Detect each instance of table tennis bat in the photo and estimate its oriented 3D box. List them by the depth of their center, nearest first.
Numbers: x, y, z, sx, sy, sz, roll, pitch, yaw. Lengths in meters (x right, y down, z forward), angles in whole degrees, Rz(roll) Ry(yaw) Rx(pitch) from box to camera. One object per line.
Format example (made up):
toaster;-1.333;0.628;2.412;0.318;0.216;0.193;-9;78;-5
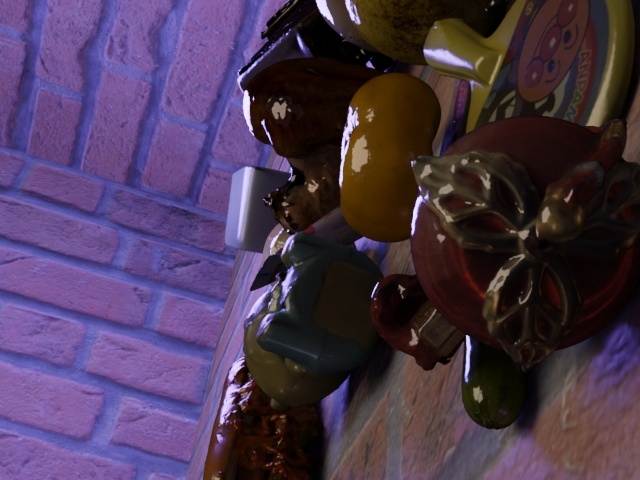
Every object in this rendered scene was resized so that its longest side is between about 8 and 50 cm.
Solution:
table tennis bat;0.172;-0.154;0.838;0.368;0.054;0.224;-118;45;-64

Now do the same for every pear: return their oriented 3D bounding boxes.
pear;0.122;-0.301;1.073;0.197;0.197;0.197;-163;90;-81

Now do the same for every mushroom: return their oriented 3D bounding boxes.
mushroom;0.013;-0.171;1.343;0.254;0.267;0.267;104;177;-49

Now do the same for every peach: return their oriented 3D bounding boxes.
peach;0.071;-0.082;0.948;0.179;0.103;0.179;-172;90;-87

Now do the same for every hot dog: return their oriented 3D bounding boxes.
hot dog;-0.072;0.273;1.309;0.117;0.158;0.349;-49;15;23

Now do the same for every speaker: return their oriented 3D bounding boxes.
speaker;-0.121;-0.061;2.124;0.406;0.183;0.184;-172;94;-80

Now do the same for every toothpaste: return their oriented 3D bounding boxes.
toothpaste;0.000;0.000;1.266;0.234;0.057;0.089;-32;-17;-37

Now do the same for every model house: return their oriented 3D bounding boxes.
model house;0.045;-0.320;1.608;0.297;0.317;0.282;0;46;50

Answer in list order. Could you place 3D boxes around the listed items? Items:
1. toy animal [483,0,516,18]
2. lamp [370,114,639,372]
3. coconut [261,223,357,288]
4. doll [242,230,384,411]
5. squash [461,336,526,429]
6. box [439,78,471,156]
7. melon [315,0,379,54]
toy animal;0.206;-0.255;0.953;0.065;0.047;0.135;-53;14;41
lamp;0.129;0.012;0.611;0.215;0.151;0.223;-45;-21;5
coconut;-0.019;0.034;1.440;0.153;0.147;0.147;176;111;-79
doll;-0.013;0.115;1.193;0.260;0.162;0.177;124;162;-62
squash;0.135;0.078;0.732;0.183;0.052;0.052;-85;15;-51
box;0.156;-0.104;0.982;0.055;0.040;0.218;131;154;-71
melon;0.110;-0.407;1.245;0.223;0.223;0.317;-94;28;-66
